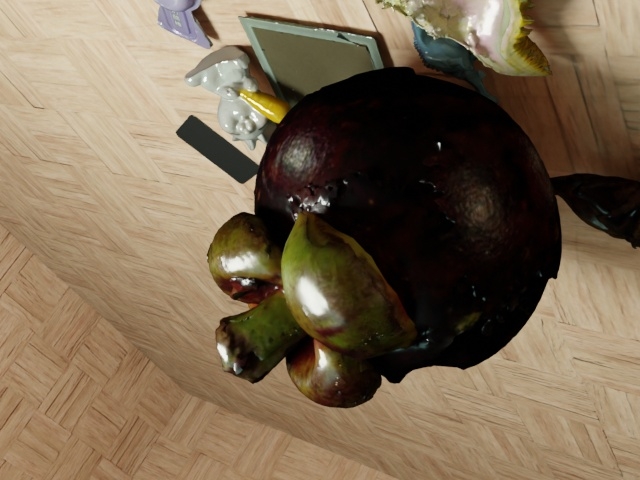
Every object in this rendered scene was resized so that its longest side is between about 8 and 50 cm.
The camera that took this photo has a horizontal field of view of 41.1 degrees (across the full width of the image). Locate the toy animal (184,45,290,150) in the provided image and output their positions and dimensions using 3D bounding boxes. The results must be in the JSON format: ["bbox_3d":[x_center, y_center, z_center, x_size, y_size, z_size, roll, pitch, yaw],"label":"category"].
[{"bbox_3d":[-0.100,-0.197,1.256,0.131,0.127,0.182,-18,123,14],"label":"toy animal"}]

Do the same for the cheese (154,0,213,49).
[{"bbox_3d":[-0.201,-0.335,1.150,0.105,0.042,0.191,27,157,14],"label":"cheese"}]

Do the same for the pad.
[{"bbox_3d":[-0.184,-0.160,1.528,0.157,0.003,0.112,37,156,-14],"label":"pad"}]

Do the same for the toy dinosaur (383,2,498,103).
[{"bbox_3d":[0.148,-0.210,0.969,0.197,0.045,0.080,35,167,-31],"label":"toy dinosaur"}]

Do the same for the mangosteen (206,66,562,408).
[{"bbox_3d":[0.070,-0.012,0.989,0.381,0.421,0.381,22,119,46],"label":"mangosteen"}]

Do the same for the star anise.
[{"bbox_3d":[0.389,-0.033,0.986,0.271,0.103,0.272,28,-174,-3],"label":"star anise"}]

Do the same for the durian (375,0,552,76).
[{"bbox_3d":[0.162,-0.243,0.860,0.224,0.078,0.140,32,147,-28],"label":"durian"}]

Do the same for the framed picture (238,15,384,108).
[{"bbox_3d":[0.019,-0.198,1.187,0.216,0.016,0.273,18,153,30],"label":"framed picture"}]
